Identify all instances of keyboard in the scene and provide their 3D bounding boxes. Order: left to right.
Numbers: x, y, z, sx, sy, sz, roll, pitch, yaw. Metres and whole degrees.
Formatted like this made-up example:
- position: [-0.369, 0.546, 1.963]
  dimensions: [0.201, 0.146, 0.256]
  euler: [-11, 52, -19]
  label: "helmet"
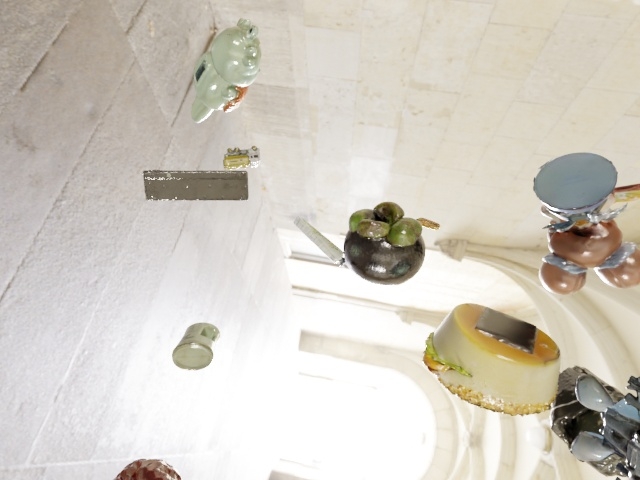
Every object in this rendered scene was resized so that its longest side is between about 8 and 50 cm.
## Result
- position: [-0.281, -0.126, 0.947]
  dimensions: [0.023, 0.231, 0.072]
  euler: [-110, -160, -67]
  label: "keyboard"

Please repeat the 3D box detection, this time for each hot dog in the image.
- position: [0.354, -0.053, 1.373]
  dimensions: [0.037, 0.083, 0.021]
  euler: [-36, 137, -33]
  label: "hot dog"

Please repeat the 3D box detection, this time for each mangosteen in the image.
- position: [0.170, 0.011, 1.111]
  dimensions: [0.243, 0.243, 0.243]
  euler: [9, 90, -84]
  label: "mangosteen"

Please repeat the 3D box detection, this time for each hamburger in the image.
- position: [0.393, 0.273, 0.958]
  dimensions: [0.276, 0.294, 0.179]
  euler: [-25, 131, -59]
  label: "hamburger"

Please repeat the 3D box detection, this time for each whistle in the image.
- position: [-0.180, -0.302, 0.770]
  dimensions: [0.253, 0.106, 0.101]
  euler: [-32, -145, 43]
  label: "whistle"

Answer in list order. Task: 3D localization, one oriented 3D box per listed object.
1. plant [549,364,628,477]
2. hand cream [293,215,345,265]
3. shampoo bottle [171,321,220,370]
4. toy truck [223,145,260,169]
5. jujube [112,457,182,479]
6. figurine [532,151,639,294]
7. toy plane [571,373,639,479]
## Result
- position: [0.593, 0.386, 0.895]
  dimensions: [0.164, 0.142, 0.256]
  euler: [-37, -174, 22]
  label: "plant"
- position: [0.000, 0.000, 1.221]
  dimensions: [0.042, 0.194, 0.067]
  euler: [-47, 180, -19]
  label: "hand cream"
- position: [-0.374, 0.313, 1.284]
  dimensions: [0.234, 0.118, 0.087]
  euler: [-127, -144, -80]
  label: "shampoo bottle"
- position: [-0.254, -0.263, 1.340]
  dimensions: [0.052, 0.123, 0.062]
  euler: [126, -48, -67]
  label: "toy truck"
- position: [-0.246, 0.417, 0.585]
  dimensions: [0.230, 0.155, 0.155]
  euler: [16, -81, 60]
  label: "jujube"
- position: [0.742, -0.029, 1.158]
  dimensions: [0.388, 0.277, 0.248]
  euler: [47, 44, -44]
  label: "figurine"
- position: [0.353, 0.228, 0.378]
  dimensions: [0.246, 0.078, 0.169]
  euler: [-141, -137, -67]
  label: "toy plane"
